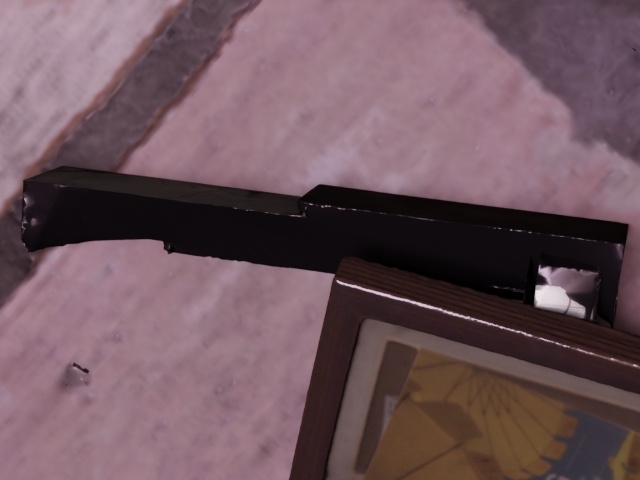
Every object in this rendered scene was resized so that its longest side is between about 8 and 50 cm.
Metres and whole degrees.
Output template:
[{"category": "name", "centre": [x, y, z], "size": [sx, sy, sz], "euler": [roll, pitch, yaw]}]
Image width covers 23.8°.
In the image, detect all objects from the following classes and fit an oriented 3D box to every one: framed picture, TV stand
[{"category": "framed picture", "centre": [0.076, 0.084, 0.636], "size": [0.168, 0.023, 0.128], "euler": [16, 124, 6]}, {"category": "TV stand", "centre": [0.000, 0.000, 0.654], "size": [0.256, 0.049, 0.040], "euler": [7, 102, 10]}]
